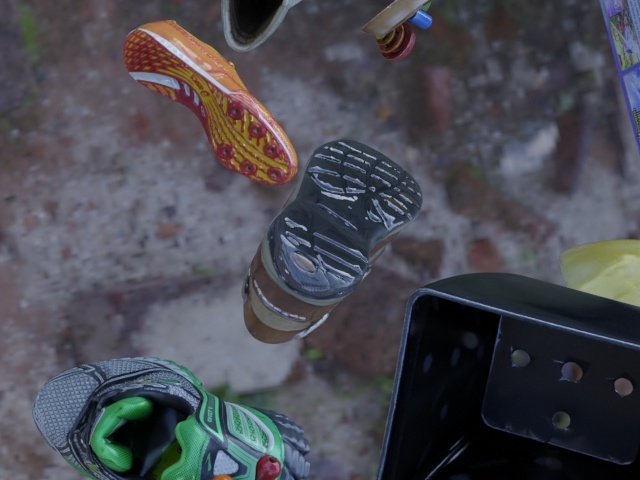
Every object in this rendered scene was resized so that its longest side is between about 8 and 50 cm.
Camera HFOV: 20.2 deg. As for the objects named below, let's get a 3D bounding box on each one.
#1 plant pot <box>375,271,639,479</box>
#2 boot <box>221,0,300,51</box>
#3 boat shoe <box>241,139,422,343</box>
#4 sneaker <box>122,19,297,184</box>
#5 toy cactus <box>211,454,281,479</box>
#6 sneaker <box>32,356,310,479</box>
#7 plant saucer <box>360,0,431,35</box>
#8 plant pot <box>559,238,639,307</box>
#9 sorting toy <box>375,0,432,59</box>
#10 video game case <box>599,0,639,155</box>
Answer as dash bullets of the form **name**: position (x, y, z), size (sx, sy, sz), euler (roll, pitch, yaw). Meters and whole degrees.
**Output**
- **plant pot**: position (0.157, 0.118, 1.251), size (0.167, 0.188, 0.187), euler (-39, 141, -66)
- **boot**: position (-0.031, -0.295, 1.714), size (0.077, 0.213, 0.165), euler (23, 31, 4)
- **boat shoe**: position (0.000, 0.000, 1.765), size (0.122, 0.120, 0.324), euler (38, 29, 4)
- **sneaker**: position (-0.077, -0.115, 1.423), size (0.175, 0.064, 0.067), euler (46, 37, 8)
- **toy cactus**: position (-0.082, 0.291, 1.436), size (0.112, 0.180, 0.219), euler (22, 42, -17)
- **sneaker**: position (-0.164, 0.165, 1.636), size (0.146, 0.343, 0.134), euler (23, 79, -39)
- **plant saucer**: position (0.068, -0.181, 1.384), size (0.015, 0.083, 0.083), euler (53, 44, -1)
- **plant pot**: position (0.353, 0.051, 2.099), size (0.134, 0.095, 0.134), euler (50, 23, -30)
- **sorting toy**: position (0.092, -0.256, 2.046), size (0.042, 0.061, 0.102), euler (27, 75, -37)
- **video game case**: position (0.422, -0.231, 1.970), size (0.061, 0.244, 0.270), euler (-6, 78, -33)
